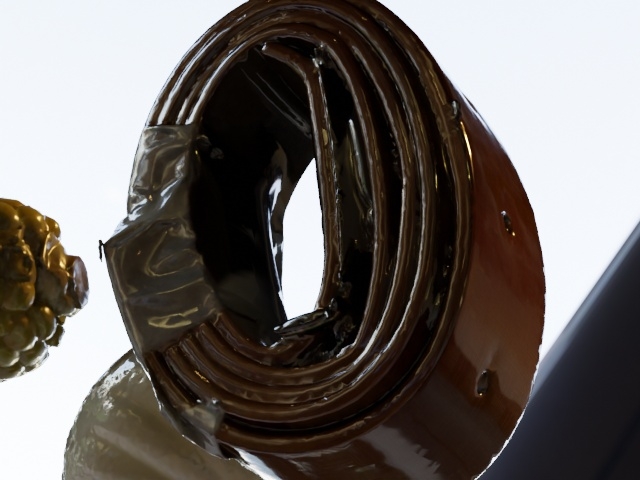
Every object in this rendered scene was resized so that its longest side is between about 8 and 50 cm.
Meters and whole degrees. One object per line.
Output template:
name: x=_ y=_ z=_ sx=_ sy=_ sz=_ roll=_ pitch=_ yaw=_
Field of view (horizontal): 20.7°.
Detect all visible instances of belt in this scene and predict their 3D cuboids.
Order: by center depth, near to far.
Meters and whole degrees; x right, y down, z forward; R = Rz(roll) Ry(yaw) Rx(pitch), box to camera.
belt: x=0.000 y=0.000 z=0.814 sx=0.184 sy=0.261 sz=0.105 roll=-20 pitch=-37 yaw=19

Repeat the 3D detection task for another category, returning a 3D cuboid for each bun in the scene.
bun: x=-0.076 y=0.213 z=1.494 sx=0.175 sy=0.263 sz=0.263 roll=35 pitch=-20 yaw=53

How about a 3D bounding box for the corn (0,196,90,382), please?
corn: x=-0.310 y=0.037 z=0.977 sx=0.363 sy=0.120 sz=0.120 roll=-4 pitch=-38 yaw=7
